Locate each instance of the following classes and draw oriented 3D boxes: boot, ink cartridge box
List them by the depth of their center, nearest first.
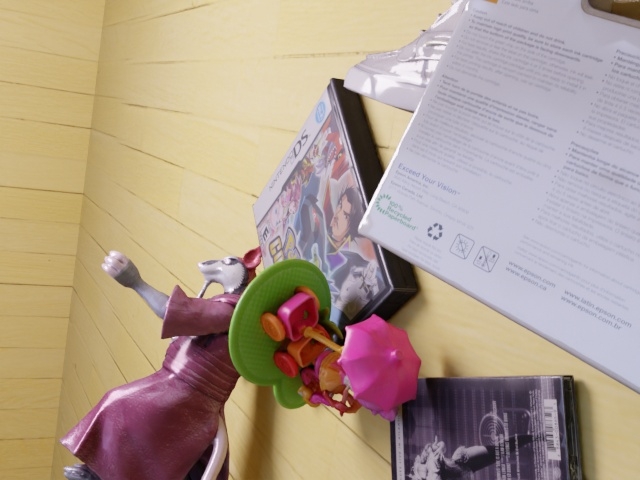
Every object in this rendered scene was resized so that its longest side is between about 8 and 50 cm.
[{"bbox_3d":[0.156,-0.056,0.458,0.223,0.045,0.223,32,102,36],"label":"ink cartridge box"},{"bbox_3d":[0.121,-0.156,0.610,0.258,0.095,0.123,27,104,52],"label":"boot"}]

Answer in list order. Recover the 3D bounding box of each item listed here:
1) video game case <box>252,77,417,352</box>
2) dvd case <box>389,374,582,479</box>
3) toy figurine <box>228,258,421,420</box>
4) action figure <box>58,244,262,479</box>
[{"bbox_3d":[0.000,0.000,0.856,0.248,0.035,0.274,-52,42,46],"label":"video game case"},{"bbox_3d":[0.124,0.193,0.607,0.221,0.018,0.164,-20,69,60],"label":"dvd case"},{"bbox_3d":[0.021,0.117,0.692,0.159,0.130,0.173,20,135,42],"label":"toy figurine"},{"bbox_3d":[-0.155,0.171,0.956,0.276,0.248,0.370,28,84,28],"label":"action figure"}]
